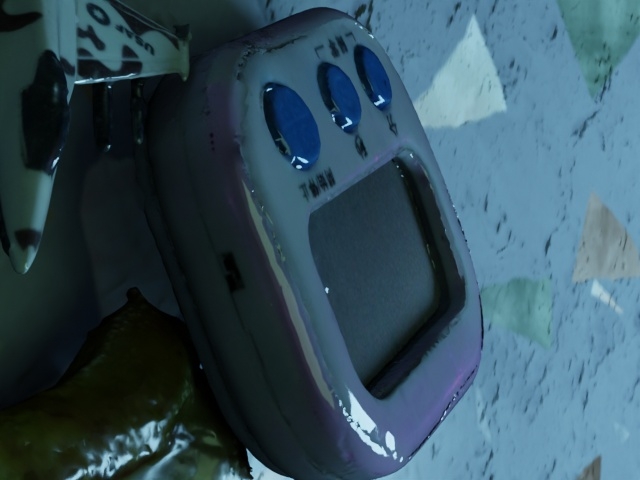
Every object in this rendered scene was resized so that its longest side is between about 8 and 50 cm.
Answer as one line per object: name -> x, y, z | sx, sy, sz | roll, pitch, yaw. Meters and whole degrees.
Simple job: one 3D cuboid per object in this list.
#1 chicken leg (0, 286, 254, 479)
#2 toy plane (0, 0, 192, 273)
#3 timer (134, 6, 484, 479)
chicken leg -> -0.146, 0.093, 0.562 | 0.361, 0.140, 0.211 | -53, 149, -53
toy plane -> -0.110, -0.074, 0.621 | 0.160, 0.082, 0.234 | 30, 48, -34
timer -> 0.000, 0.000, 0.757 | 0.191, 0.069, 0.208 | 68, 24, -7
